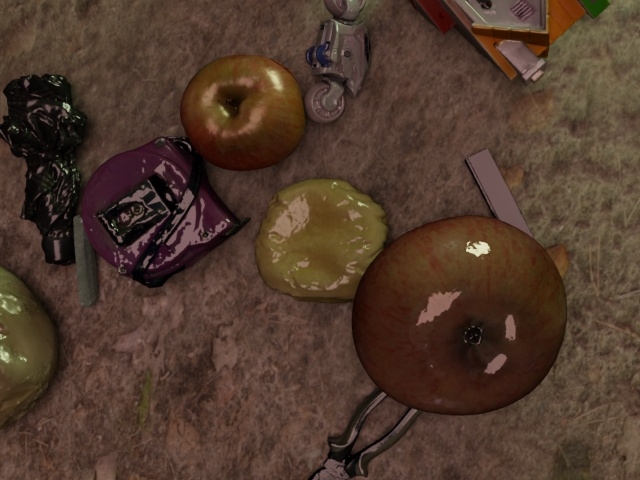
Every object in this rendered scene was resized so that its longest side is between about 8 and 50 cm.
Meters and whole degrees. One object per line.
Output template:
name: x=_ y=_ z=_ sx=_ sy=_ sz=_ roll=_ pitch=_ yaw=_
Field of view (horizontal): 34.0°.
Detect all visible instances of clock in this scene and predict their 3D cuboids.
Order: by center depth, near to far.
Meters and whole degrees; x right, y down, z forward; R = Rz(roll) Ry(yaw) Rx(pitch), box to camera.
clock: x=0.293 y=-0.408 z=1.709 sx=0.235 sy=0.166 sz=0.309 roll=-42 pitch=78 yaw=6

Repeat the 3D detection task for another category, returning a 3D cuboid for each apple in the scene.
apple: x=0.222 y=0.126 z=1.640 sx=0.345 sy=0.269 sz=0.344 roll=-3 pitch=120 yaw=-5
apple: x=-0.126 y=-0.215 z=1.762 sx=0.210 sy=0.164 sz=0.209 roll=-1 pitch=86 yaw=10

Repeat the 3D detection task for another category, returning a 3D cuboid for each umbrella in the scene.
umbrella: x=-0.492 y=-0.124 z=1.830 sx=0.155 sy=0.128 sz=0.336 roll=5 pitch=94 yaw=3

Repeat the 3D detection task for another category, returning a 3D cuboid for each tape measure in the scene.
tape measure: x=-0.280 y=-0.053 z=1.789 sx=0.245 sy=0.149 sz=0.231 roll=-39 pitch=87 yaw=6

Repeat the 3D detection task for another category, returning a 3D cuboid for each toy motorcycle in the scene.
toy motorcycle: x=0.036 y=-0.321 z=1.783 sx=0.113 sy=0.112 sz=0.254 roll=12 pitch=93 yaw=7

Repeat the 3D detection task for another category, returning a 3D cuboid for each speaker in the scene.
speaker: x=0.307 y=-0.062 z=1.770 sx=0.046 sy=0.040 sz=0.191 roll=-27 pitch=87 yaw=4

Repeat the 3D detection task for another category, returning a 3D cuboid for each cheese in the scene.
cheese: x=0.000 y=0.000 z=1.775 sx=0.226 sy=0.117 sz=0.213 roll=8 pitch=86 yaw=11

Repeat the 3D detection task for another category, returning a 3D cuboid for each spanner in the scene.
spanner: x=0.068 y=0.348 z=1.804 sx=0.096 sy=0.040 sz=0.325 roll=42 pitch=94 yaw=4

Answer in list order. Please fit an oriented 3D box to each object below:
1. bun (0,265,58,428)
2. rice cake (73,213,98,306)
bun: x=-0.641 y=0.184 z=1.801 sx=0.362 sy=0.234 sz=0.325 roll=7 pitch=86 yaw=1
rice cake: x=-0.414 y=0.035 z=1.844 sx=0.029 sy=0.033 sz=0.170 roll=6 pitch=109 yaw=23
